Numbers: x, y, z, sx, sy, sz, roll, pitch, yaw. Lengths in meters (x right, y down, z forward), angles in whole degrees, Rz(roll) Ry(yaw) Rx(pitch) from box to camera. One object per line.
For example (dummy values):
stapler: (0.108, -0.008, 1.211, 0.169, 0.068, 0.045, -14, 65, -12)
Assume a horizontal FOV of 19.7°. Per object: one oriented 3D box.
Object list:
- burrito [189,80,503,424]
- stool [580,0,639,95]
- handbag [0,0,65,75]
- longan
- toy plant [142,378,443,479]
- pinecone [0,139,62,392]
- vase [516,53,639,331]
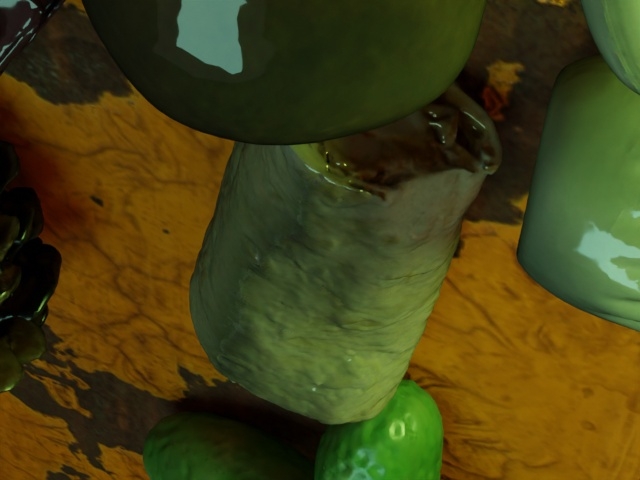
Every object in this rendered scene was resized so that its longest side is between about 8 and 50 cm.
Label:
burrito: (0.004, 0.001, 1.033, 0.143, 0.105, 0.299, 23, 149, 2)
stool: (0.195, -0.130, 0.567, 0.198, 0.195, 0.195, 10, 146, 28)
handbag: (-0.267, -0.141, 1.021, 0.203, 0.074, 0.216, 38, 131, -14)
longan: (-0.019, -0.123, 0.809, 0.187, 0.167, 0.167, 10, 152, -10)
toy plant: (0.036, 0.272, 1.333, 0.356, 0.210, 0.317, 52, 147, -14)
pinecone: (-0.260, 0.003, 1.200, 0.184, 0.179, 0.205, 9, 134, -9)
vase: (0.217, -0.006, 0.822, 0.248, 0.128, 0.128, 14, 149, 8)
